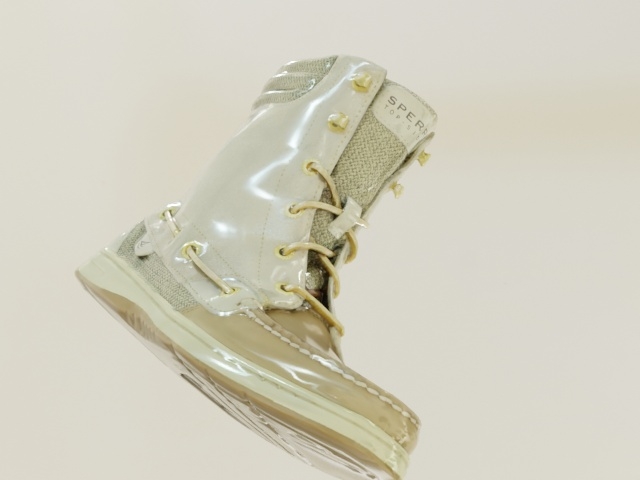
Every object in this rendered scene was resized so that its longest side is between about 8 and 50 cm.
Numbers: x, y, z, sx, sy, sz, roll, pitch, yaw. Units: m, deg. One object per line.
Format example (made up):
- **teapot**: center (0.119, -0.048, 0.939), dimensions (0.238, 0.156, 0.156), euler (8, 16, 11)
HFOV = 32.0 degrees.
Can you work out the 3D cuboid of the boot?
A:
- **boot**: center (0.000, 0.000, 0.487), dimensions (0.165, 0.077, 0.213), euler (-48, -141, -13)
